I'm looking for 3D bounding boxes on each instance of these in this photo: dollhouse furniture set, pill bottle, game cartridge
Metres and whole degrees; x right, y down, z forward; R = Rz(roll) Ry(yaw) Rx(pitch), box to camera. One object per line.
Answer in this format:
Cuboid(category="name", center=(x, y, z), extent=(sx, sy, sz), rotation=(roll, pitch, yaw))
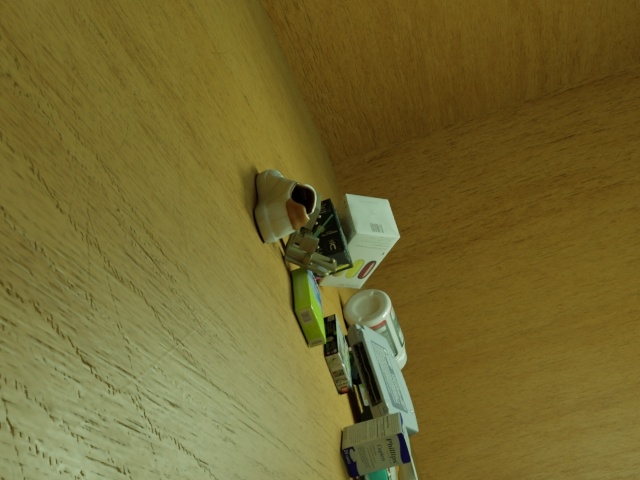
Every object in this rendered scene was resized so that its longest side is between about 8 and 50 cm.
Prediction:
Cuboid(category="dollhouse furniture set", center=(0.005, -0.009, 1.714), extent=(0.144, 0.123, 0.151), rotation=(-87, -159, -70))
Cuboid(category="pill bottle", center=(0.188, 0.311, 2.607), extent=(0.161, 0.161, 0.283), rotation=(-101, 171, -51))
Cuboid(category="game cartridge", center=(0.171, 0.380, 2.117), extent=(0.196, 0.060, 0.294), rotation=(31, 34, -48))

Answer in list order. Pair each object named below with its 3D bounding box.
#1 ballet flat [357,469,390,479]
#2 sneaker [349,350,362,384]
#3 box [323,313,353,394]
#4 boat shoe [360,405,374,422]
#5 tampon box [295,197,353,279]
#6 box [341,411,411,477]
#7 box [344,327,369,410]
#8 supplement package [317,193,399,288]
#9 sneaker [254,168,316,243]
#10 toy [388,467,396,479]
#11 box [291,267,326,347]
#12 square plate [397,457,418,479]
Cuboid(category="ballet flat", center=(0.117, 0.548, 1.641), extent=(0.241, 0.091, 0.077), rotation=(-64, 158, -76))
Cuboid(category="sneaker", center=(0.104, 0.352, 2.194), extent=(0.188, 0.067, 0.078), rotation=(-52, 126, -76))
Cuboid(category="box", center=(0.043, 0.280, 1.952), extent=(0.207, 0.036, 0.114), rotation=(-92, 164, -69))
Cuboid(category="boat shoe", center=(0.146, 0.511, 2.092), extent=(0.226, 0.083, 0.076), rotation=(-47, 131, -70))
Cuboid(category="tampon box", center=(0.000, 0.000, 1.985), extent=(0.101, 0.120, 0.161), rotation=(60, 13, -59))
Cuboid(category="box", center=(0.121, 0.441, 1.694), extent=(0.126, 0.137, 0.072), rotation=(-69, 141, -81))
Cuboid(category="box", center=(0.156, 0.422, 2.338), extent=(0.169, 0.087, 0.290), rotation=(56, 18, -70))
Cuboid(category="supplement package", center=(0.088, 0.007, 2.131), extent=(0.244, 0.139, 0.134), rotation=(-57, -143, 44))
Cuboid(category="sneaker", center=(-0.065, -0.083, 1.634), extent=(0.290, 0.123, 0.106), rotation=(-99, 167, -64))
Cuboid(category="toy", center=(0.169, 0.633, 1.963), extent=(0.137, 0.056, 0.237), rotation=(-51, 129, -82))
Cuboid(category="box", center=(-0.026, 0.136, 1.711), extent=(0.178, 0.042, 0.109), rotation=(-98, 169, -60))
Cuboid(category="square plate", center=(0.254, 0.787, 2.094), extent=(0.347, 0.049, 0.344), rotation=(-94, 177, -67))
